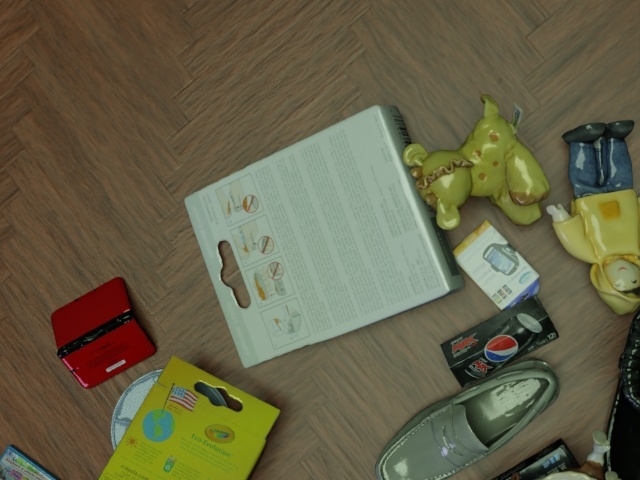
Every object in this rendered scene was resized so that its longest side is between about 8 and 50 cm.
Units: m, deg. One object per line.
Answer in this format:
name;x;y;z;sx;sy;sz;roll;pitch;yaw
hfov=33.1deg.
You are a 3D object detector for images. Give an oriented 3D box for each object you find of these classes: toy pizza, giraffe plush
toy pizza;-0.240;0.308;1.749;0.201;0.032;0.201;0;88;6
giraffe plush;0.219;-0.094;1.585;0.170;0.210;0.181;-28;49;-9

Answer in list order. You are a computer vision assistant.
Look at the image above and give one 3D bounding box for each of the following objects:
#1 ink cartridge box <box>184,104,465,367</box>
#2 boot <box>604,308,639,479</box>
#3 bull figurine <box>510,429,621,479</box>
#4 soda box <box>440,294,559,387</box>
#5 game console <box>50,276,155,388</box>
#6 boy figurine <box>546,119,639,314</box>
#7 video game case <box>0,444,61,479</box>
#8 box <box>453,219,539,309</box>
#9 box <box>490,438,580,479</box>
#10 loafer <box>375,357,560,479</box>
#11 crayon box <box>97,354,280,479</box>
ink cartridge box;0.000;0.000;1.717;0.385;0.091;0.308;-23;83;25
boot;0.475;0.240;1.509;0.131;0.260;0.348;2;87;11
bull figurine;0.400;0.375;1.500;0.310;0.101;0.188;24;136;1
soda box;0.272;0.154;1.643;0.169;0.060;0.053;-30;125;8
game console;-0.361;0.154;1.790;0.144;0.085;0.124;-29;114;8
boy figurine;0.424;-0.031;1.608;0.177;0.092;0.285;-2;82;-14
video game case;-0.516;0.443;1.801;0.119;0.015;0.166;33;93;11
box;0.275;0.044;1.675;0.081;0.028;0.136;-43;83;5
box;0.328;0.409;1.620;0.180;0.077;0.147;-32;83;7
loafer;0.217;0.281;1.628;0.319;0.111;0.112;-37;81;6
crayon box;-0.218;0.362;1.652;0.202;0.081;0.318;27;70;6
